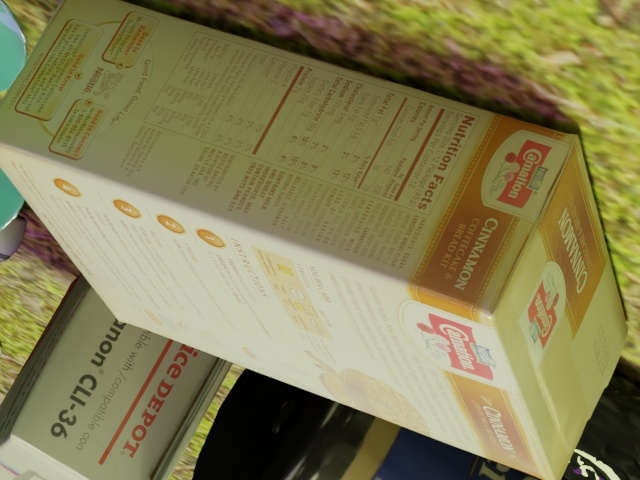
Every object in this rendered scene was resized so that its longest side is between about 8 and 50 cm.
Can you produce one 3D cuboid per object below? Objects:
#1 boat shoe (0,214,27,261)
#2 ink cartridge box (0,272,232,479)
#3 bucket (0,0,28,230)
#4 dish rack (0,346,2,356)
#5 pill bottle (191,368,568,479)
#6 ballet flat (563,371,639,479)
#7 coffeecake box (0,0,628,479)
[{"bbox_3d":[-0.249,-0.009,0.884,0.229,0.076,0.080,14,-176,-22],"label":"boat shoe"},{"bbox_3d":[-0.093,0.061,0.883,0.067,0.115,0.198,31,160,-10],"label":"ink cartridge box"},{"bbox_3d":[-0.256,-0.026,0.653,0.183,0.281,0.281,26,163,30],"label":"bucket"},{"bbox_3d":[-0.383,0.006,1.207,0.333,0.072,0.285,10,153,40],"label":"dish rack"},{"bbox_3d":[0.064,0.126,0.819,0.219,0.122,0.123,35,160,-18],"label":"pill bottle"},{"bbox_3d":[0.115,0.075,0.764,0.173,0.057,0.049,35,-159,-18],"label":"ballet flat"},{"bbox_3d":[0.000,0.000,0.670,0.185,0.068,0.142,19,159,23],"label":"coffeecake box"}]
